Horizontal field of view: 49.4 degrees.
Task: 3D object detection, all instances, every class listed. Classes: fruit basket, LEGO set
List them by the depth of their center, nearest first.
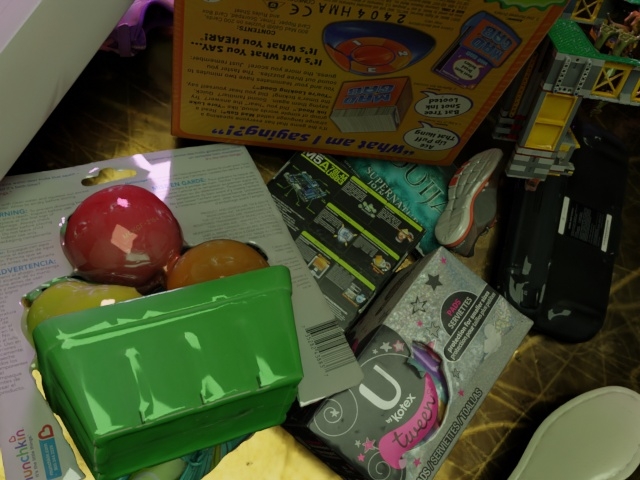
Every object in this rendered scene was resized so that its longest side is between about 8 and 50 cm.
[{"bbox_3d":[-0.173,0.048,0.710,0.327,0.165,0.353,-13,50,-24],"label":"fruit basket"},{"bbox_3d":[0.326,-0.189,0.882,0.255,0.192,0.331,2,41,-13],"label":"LEGO set"}]

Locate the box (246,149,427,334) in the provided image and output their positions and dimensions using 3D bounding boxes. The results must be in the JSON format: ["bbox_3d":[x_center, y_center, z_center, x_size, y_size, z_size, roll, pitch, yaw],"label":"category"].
[{"bbox_3d":[0.000,0.000,0.844,0.191,0.045,0.184,37,67,7],"label":"box"}]

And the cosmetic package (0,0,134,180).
[{"bbox_3d":[-0.378,-0.228,0.736,0.285,0.097,0.377,25,77,25],"label":"cosmetic package"}]

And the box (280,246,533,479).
[{"bbox_3d":[0.091,0.151,0.783,0.142,0.163,0.247,39,71,-1],"label":"box"}]

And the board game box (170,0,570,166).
[{"bbox_3d":[0.029,-0.337,0.776,0.357,0.356,0.356,5,65,-11],"label":"board game box"}]

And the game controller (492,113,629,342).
[{"bbox_3d":[0.333,-0.026,0.946,0.167,0.067,0.319,24,72,-20],"label":"game controller"}]

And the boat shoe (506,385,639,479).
[{"bbox_3d":[0.283,0.297,0.825,0.305,0.091,0.109,-39,49,-20],"label":"boat shoe"}]

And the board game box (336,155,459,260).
[{"bbox_3d":[0.125,-0.071,0.923,0.126,0.026,0.186,-40,86,-18],"label":"board game box"}]

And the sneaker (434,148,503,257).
[{"bbox_3d":[0.201,-0.047,0.899,0.065,0.061,0.157,40,70,-28],"label":"sneaker"}]

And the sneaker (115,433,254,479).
[{"bbox_3d":[-0.131,0.207,0.750,0.107,0.110,0.275,39,70,0],"label":"sneaker"}]

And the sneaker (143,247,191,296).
[{"bbox_3d":[-0.185,0.053,0.805,0.073,0.063,0.162,38,71,-4],"label":"sneaker"}]

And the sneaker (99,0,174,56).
[{"bbox_3d":[-0.271,-0.269,0.861,0.236,0.095,0.104,-36,93,-19],"label":"sneaker"}]
